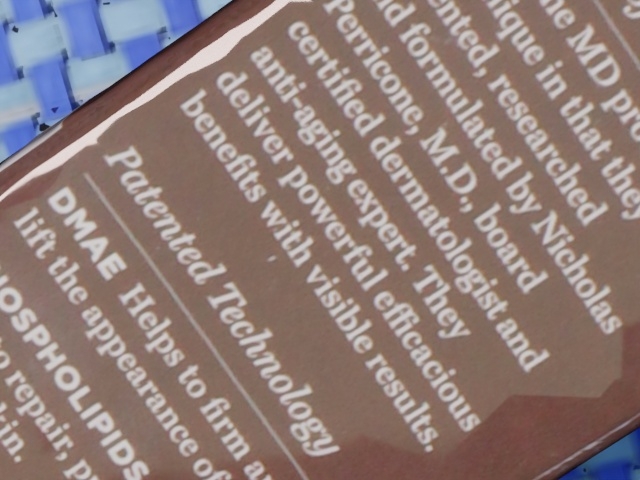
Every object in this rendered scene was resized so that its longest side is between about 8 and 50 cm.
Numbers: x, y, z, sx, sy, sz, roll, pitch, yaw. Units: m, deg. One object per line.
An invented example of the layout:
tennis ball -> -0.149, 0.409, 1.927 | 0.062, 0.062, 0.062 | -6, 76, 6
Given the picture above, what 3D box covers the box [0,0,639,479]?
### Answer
box -> 0.000, 0.000, 0.504 | 0.381, 0.191, 0.143 | -32, 97, 10
